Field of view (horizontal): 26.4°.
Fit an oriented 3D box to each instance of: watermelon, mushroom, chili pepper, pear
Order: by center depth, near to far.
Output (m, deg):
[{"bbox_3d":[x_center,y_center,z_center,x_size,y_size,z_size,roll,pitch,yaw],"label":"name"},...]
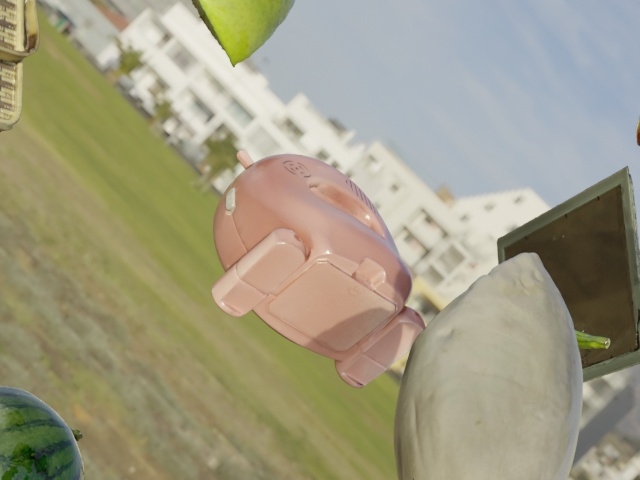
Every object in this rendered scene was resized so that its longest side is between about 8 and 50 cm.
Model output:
[{"bbox_3d":[0.109,0.138,0.901,0.128,0.128,0.350,46,40,-31],"label":"mushroom"},{"bbox_3d":[0.190,0.062,1.049,0.017,0.030,0.083,36,14,-41],"label":"chili pepper"},{"bbox_3d":[-0.419,0.298,1.720,0.242,0.242,0.242,46,0,0],"label":"watermelon"},{"bbox_3d":[-0.140,-0.382,1.730,0.239,0.139,0.288,54,3,-29],"label":"pear"}]

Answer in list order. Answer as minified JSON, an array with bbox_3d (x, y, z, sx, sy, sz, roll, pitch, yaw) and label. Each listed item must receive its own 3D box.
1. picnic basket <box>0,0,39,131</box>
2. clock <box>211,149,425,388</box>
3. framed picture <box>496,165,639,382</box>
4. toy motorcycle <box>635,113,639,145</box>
[{"bbox_3d":[-0.385,-0.239,1.200,0.175,0.313,0.228,-8,-14,35],"label":"picnic basket"},{"bbox_3d":[0.000,0.000,1.451,0.227,0.142,0.241,33,28,-28],"label":"clock"},{"bbox_3d":[0.281,0.060,1.539,0.016,0.216,0.273,6,-19,-23],"label":"framed picture"},{"bbox_3d":[0.318,-0.072,0.904,0.298,0.089,0.171,-9,51,-32],"label":"toy motorcycle"}]
